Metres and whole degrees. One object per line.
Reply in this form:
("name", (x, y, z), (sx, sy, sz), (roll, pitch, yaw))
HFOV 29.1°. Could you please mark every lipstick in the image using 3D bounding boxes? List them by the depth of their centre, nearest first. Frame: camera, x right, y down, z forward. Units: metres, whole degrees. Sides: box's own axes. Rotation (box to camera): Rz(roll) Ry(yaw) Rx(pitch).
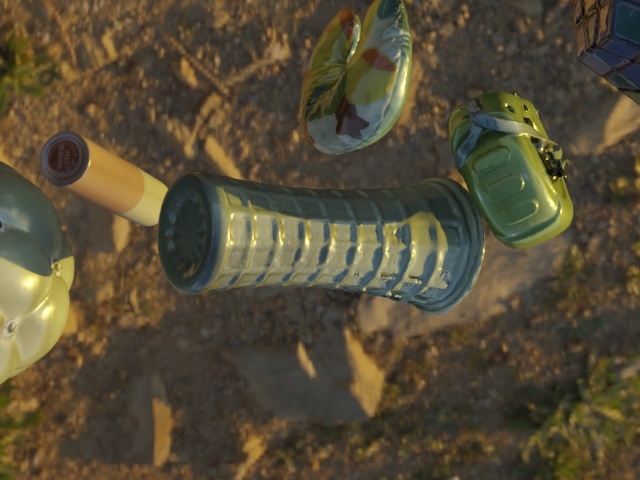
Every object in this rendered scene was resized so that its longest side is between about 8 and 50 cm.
("lipstick", (-0.273, -0.075, 1.593), (0.070, 0.070, 0.254), (-20, 165, 11))

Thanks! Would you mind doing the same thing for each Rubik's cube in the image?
("Rubik's cube", (0.162, -0.110, 0.540), (0.111, 0.111, 0.093), (28, 147, -26))

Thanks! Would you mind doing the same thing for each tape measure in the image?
("tape measure", (0.181, -0.070, 1.160), (0.087, 0.154, 0.177), (-25, 171, 21))

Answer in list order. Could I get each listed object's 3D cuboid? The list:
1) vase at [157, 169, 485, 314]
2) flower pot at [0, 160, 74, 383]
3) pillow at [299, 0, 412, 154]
("vase", (0.000, 0.000, 1.173), (0.298, 0.143, 0.143), (2, 134, -35))
("flower pot", (-0.348, 0.033, 1.120), (0.246, 0.195, 0.246), (0, 95, 5))
("pillow", (0.045, -0.221, 1.663), (0.086, 0.233, 0.214), (13, 83, -25))
